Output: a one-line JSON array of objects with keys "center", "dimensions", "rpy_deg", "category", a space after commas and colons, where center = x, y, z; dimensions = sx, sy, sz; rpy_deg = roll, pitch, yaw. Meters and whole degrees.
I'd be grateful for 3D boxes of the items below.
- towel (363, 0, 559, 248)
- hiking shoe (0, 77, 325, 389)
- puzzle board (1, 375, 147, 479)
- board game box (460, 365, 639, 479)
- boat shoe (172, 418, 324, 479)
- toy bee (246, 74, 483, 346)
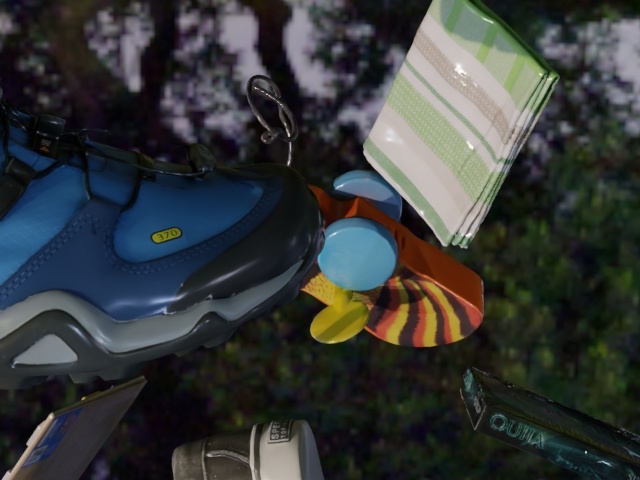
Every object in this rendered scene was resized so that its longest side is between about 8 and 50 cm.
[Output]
[{"center": [0.085, -0.082, 0.952], "dimensions": [0.023, 0.152, 0.113], "rpy_deg": [-17, -127, -39], "category": "towel"}, {"center": [-0.142, -0.022, 0.544], "dimensions": [0.304, 0.132, 0.113], "rpy_deg": [-3, -159, -16], "category": "hiking shoe"}, {"center": [-0.182, 0.147, 1.002], "dimensions": [0.011, 0.128, 0.096], "rpy_deg": [46, -150, 17], "category": "puzzle board"}, {"center": [0.202, 0.156, 1.137], "dimensions": [0.186, 0.026, 0.126], "rpy_deg": [23, -172, -4], "category": "board game box"}, {"center": [-0.017, 0.192, 0.649], "dimensions": [0.070, 0.219, 0.078], "rpy_deg": [-12, 175, 9], "category": "boat shoe"}, {"center": [0.000, 0.000, 1.306], "dimensions": [0.162, 0.298, 0.195], "rpy_deg": [-35, -176, 29], "category": "toy bee"}]
